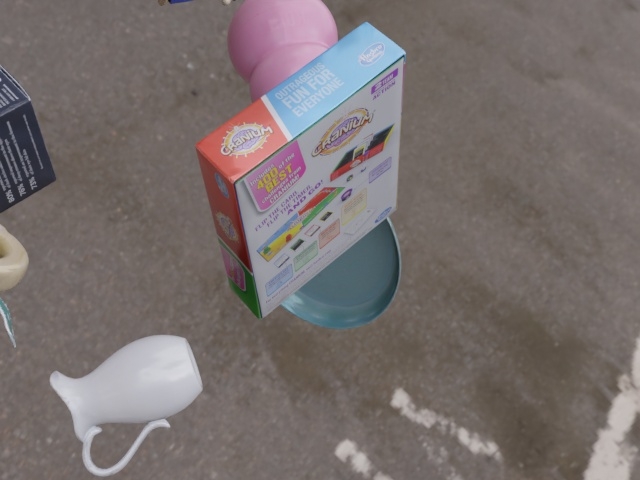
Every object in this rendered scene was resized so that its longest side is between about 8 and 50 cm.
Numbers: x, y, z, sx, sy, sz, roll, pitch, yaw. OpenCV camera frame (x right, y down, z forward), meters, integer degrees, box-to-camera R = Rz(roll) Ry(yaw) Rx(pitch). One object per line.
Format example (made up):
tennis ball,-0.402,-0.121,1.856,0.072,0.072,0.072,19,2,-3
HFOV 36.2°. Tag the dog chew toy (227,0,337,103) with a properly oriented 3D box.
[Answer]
dog chew toy,-0.047,-0.298,1.783,0.206,0.206,0.332,5,56,-40

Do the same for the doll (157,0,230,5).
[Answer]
doll,-0.187,-0.449,1.626,0.189,0.046,0.129,-21,97,-26

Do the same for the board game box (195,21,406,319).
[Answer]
board game box,-0.012,-0.068,1.134,0.242,0.316,0.064,-38,66,-19

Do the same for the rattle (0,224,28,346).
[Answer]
rattle,-0.293,-0.012,0.849,0.130,0.143,0.200,36,5,-31

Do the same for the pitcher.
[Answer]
pitcher,-0.280,0.246,1.482,0.125,0.207,0.178,130,-60,-85

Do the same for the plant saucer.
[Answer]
plant saucer,0.000,0.000,1.632,0.317,0.317,0.043,42,42,8

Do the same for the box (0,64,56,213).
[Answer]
box,-0.444,-0.098,1.175,0.207,0.153,0.108,-34,61,-24
